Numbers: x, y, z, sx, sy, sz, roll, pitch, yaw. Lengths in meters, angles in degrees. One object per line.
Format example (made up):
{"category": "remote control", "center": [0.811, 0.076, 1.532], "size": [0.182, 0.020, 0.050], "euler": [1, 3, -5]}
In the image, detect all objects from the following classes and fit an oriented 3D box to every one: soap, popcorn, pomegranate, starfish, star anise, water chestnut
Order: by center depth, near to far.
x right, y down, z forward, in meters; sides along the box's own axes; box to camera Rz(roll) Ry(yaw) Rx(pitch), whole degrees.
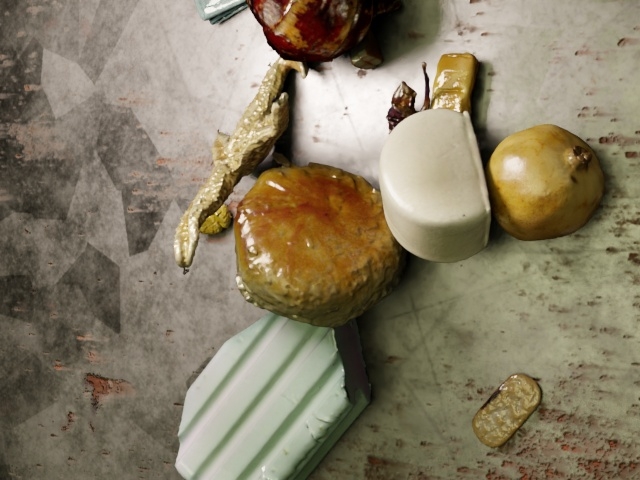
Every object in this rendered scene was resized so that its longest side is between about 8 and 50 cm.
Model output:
{"category": "pomegranate", "center": [0.355, -0.095, 1.424], "size": [0.196, 0.196, 0.196], "euler": [1, 91, 27]}
{"category": "star anise", "center": [0.150, -0.233, 1.548], "size": [0.070, 0.191, 0.097], "euler": [17, 57, 10]}
{"category": "water chestnut", "center": [-0.008, -0.439, 1.563], "size": [0.244, 0.289, 0.289], "euler": [-28, 78, 4]}
{"category": "starfish", "center": [-0.129, -0.164, 1.592], "size": [0.082, 0.432, 0.324], "euler": [37, 117, -16]}
{"category": "soap", "center": [-0.082, 0.294, 1.669], "size": [0.261, 0.156, 0.446], "euler": [43, 109, 21]}
{"category": "popcorn", "center": [-0.226, -0.051, 1.781], "size": [0.084, 0.084, 0.084], "euler": [1, 91, 27]}

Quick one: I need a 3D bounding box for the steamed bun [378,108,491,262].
{"category": "steamed bun", "center": [0.180, -0.089, 1.479], "size": [0.164, 0.146, 0.242], "euler": [-8, 57, 3]}

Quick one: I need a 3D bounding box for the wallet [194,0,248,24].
{"category": "wallet", "center": [-0.184, -0.624, 1.755], "size": [0.237, 0.075, 0.342], "euler": [-23, 80, 23]}

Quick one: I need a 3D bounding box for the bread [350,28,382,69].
{"category": "bread", "center": [0.084, -0.338, 1.633], "size": [0.043, 0.062, 0.109], "euler": [-24, 36, 24]}

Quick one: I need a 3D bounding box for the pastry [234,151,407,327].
{"category": "pastry", "center": [0.000, 0.000, 1.554], "size": [0.329, 0.329, 0.136], "euler": [35, 146, 22]}

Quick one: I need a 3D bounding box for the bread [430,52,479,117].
{"category": "bread", "center": [0.230, -0.256, 1.555], "size": [0.074, 0.053, 0.132], "euler": [11, 94, 27]}

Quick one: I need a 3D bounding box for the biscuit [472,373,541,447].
{"category": "biscuit", "center": [0.316, 0.290, 1.541], "size": [0.071, 0.018, 0.147], "euler": [42, 108, 18]}
